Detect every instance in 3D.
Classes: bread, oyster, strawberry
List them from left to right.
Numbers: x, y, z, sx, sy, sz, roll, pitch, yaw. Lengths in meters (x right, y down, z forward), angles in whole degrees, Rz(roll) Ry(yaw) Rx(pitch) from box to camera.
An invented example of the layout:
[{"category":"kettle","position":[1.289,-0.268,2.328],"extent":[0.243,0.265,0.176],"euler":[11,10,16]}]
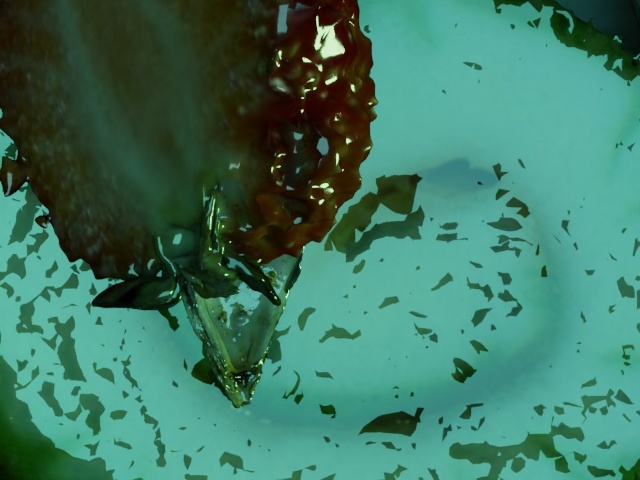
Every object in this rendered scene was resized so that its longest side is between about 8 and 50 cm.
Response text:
[{"category":"strawberry","position":[-0.050,-0.090,0.822],"extent":[0.175,0.106,0.236],"euler":[-3,90,35]},{"category":"oyster","position":[-0.037,0.021,0.858],"extent":[0.051,0.034,0.093],"euler":[25,80,-20]},{"category":"bread","position":[0.000,0.000,0.939],"extent":[0.366,0.129,0.382],"euler":[-14,94,-2]}]

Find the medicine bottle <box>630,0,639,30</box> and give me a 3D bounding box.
[{"category":"medicine bottle","position":[0.224,-0.109,0.926],"extent":[0.147,0.147,0.143],"euler":[-38,135,-2]}]
